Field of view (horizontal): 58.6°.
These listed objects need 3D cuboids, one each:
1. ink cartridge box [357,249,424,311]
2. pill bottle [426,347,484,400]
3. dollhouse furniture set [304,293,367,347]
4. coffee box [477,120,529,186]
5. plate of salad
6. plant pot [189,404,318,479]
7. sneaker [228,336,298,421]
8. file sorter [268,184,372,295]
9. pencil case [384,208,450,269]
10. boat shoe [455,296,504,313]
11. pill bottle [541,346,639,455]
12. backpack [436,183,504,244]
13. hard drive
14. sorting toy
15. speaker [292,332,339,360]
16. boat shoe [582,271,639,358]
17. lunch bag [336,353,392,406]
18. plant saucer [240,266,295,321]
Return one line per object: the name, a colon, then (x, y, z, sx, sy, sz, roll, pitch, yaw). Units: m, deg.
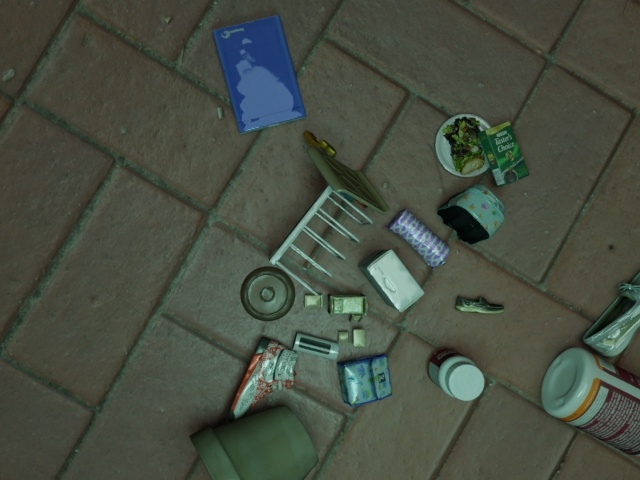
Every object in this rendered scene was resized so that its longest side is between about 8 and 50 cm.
ink cartridge box: (0.201, 0.112, 1.663, 0.092, 0.219, 0.160, -38, 92, -4)
pill bottle: (0.393, 0.391, 1.670, 0.121, 0.221, 0.121, 0, 89, -4)
dollhouse furniture set: (0.045, 0.243, 1.708, 0.182, 0.101, 0.161, 0, 89, -4)
coffee box: (0.568, -0.268, 1.767, 0.113, 0.040, 0.184, -22, 92, -26)
plate of salad: (0.458, -0.298, 1.777, 0.200, 0.048, 0.200, 0, 89, -3)
plant pot: (-0.171, 0.617, 1.606, 0.280, 0.323, 0.323, -29, 91, -20)
sneaker: (-0.163, 0.436, 1.695, 0.145, 0.090, 0.270, 23, 85, -1)
file sorter: (0.000, 0.000, 1.668, 0.173, 0.193, 0.277, 38, 87, -5)
pencil case: (0.303, -0.006, 1.745, 0.206, 0.086, 0.088, 43, 114, -1)
boat shoe: (0.495, 0.199, 1.764, 0.152, 0.056, 0.049, 3, 94, -4)
pill bottle: (0.891, 0.500, 1.703, 0.392, 0.224, 0.224, 27, 87, -3)
backpack: (0.461, -0.081, 1.702, 0.144, 0.188, 0.166, -43, 91, -4)
hard drive: (-0.185, -0.505, 1.738, 0.210, 0.040, 0.318, -15, 90, -4)
sorting toy: (0.057, -0.198, 1.667, 0.229, 0.307, 0.041, 19, 119, -43)
speaker: (-0.013, 0.322, 1.726, 0.136, 0.055, 0.055, 16, 88, -4)
boat shoe: (0.944, 0.213, 1.769, 0.103, 0.118, 0.320, 35, 93, -7)
lunch bag: (0.139, 0.420, 1.720, 0.151, 0.096, 0.129, -7, 87, -18)
plant saucer: (-0.160, 0.163, 1.733, 0.168, 0.029, 0.168, 0, 88, -5)
